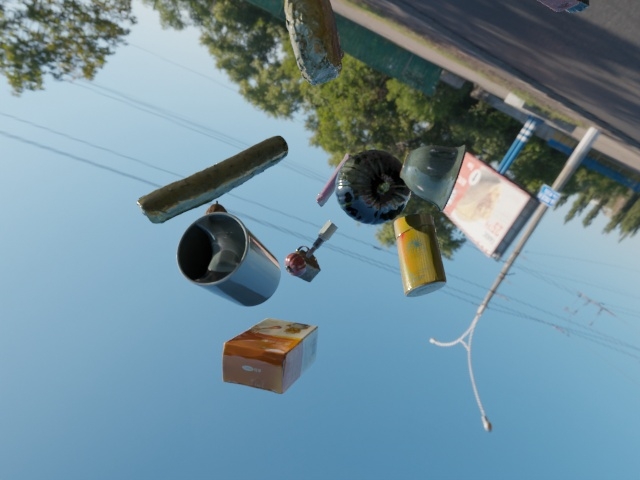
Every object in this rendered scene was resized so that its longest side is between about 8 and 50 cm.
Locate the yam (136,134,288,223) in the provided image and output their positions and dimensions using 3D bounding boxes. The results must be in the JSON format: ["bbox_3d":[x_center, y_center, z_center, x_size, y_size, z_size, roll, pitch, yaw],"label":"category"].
[{"bbox_3d":[-0.230,-0.143,1.010,0.372,0.083,0.083,-32,-125,-26],"label":"yam"}]

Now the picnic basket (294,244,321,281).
[{"bbox_3d":[-0.084,0.100,2.102,0.138,0.128,0.178,30,-163,-32],"label":"picnic basket"}]

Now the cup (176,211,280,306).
[{"bbox_3d":[-0.243,0.073,1.279,0.205,0.205,0.312,38,172,26],"label":"cup"}]

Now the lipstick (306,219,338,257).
[{"bbox_3d":[0.000,0.000,1.109,0.025,0.107,0.025,37,-179,-30],"label":"lipstick"}]

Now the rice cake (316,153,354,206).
[{"bbox_3d":[0.065,-0.265,1.943,0.055,0.269,0.049,36,-179,-21],"label":"rice cake"}]

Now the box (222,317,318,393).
[{"bbox_3d":[-0.165,0.393,1.560,0.225,0.143,0.341,6,-175,18],"label":"box"}]

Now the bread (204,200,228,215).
[{"bbox_3d":[-0.451,-0.072,1.911,0.124,0.084,0.344,-14,-136,-1],"label":"bread"}]

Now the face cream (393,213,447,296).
[{"bbox_3d":[0.314,0.034,1.422,0.067,0.139,0.285,36,-140,-41],"label":"face cream"}]

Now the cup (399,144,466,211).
[{"bbox_3d":[0.311,-0.199,1.276,0.150,0.199,0.199,19,-158,8],"label":"cup"}]

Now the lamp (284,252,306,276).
[{"bbox_3d":[-0.108,0.105,1.922,0.107,0.107,0.092,38,-128,26],"label":"lamp"}]

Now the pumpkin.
[{"bbox_3d":[0.171,-0.170,1.415,0.250,0.249,0.216,21,180,-13],"label":"pumpkin"}]

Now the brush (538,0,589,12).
[{"bbox_3d":[0.588,-0.662,1.157,0.324,0.051,0.070,9,-175,-28],"label":"brush"}]

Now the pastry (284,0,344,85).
[{"bbox_3d":[-0.016,-0.642,1.388,0.137,0.329,0.329,-10,-161,12],"label":"pastry"}]
